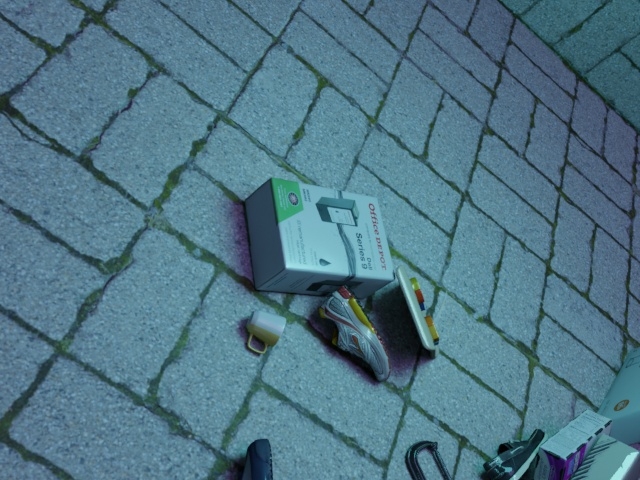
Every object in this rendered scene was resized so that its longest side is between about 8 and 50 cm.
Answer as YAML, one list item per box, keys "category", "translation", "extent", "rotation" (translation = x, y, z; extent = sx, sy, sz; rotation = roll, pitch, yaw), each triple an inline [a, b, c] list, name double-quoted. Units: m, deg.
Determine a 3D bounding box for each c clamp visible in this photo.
- category: "c clamp"
  translation: [0.247, 0.488, 1.572]
  extent: [0.137, 0.022, 0.161]
  rotation: [-25, 83, -39]

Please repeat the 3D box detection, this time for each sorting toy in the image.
- category: "sorting toy"
  translation: [0.223, 0.159, 1.657]
  extent: [0.208, 0.038, 0.193]
  rotation: [45, 24, -72]

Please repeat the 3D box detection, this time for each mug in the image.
- category: "mug"
  translation: [-0.110, 0.171, 1.451]
  extent: [0.064, 0.062, 0.078]
  rotation: [27, 44, -13]

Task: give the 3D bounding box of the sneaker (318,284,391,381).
- category: "sneaker"
  translation: [0.074, 0.203, 1.569]
  extent: [0.225, 0.092, 0.088]
  rotation: [58, 3, -12]

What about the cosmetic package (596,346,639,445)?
- category: "cosmetic package"
  translation: [0.908, 0.375, 1.970]
  extent: [0.097, 0.284, 0.377]
  rotation: [52, 45, 2]

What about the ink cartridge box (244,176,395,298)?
- category: "ink cartridge box"
  translation: [0.000, 0.000, 1.593]
  extent: [0.289, 0.121, 0.211]
  rotation: [7, 61, -36]

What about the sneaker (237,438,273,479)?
- category: "sneaker"
  translation: [-0.143, 0.467, 1.224]
  extent: [0.131, 0.112, 0.319]
  rotation: [2, 44, 0]

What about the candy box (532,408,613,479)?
- category: "candy box"
  translation: [0.577, 0.507, 1.724]
  extent: [0.233, 0.071, 0.159]
  rotation: [-16, 118, -42]

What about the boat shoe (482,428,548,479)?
- category: "boat shoe"
  translation: [0.446, 0.478, 1.692]
  extent: [0.079, 0.084, 0.233]
  rotation: [39, 35, 23]

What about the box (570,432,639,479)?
- category: "box"
  translation: [0.595, 0.570, 1.643]
  extent: [0.275, 0.094, 0.113]
  rotation: [-43, 136, -26]
